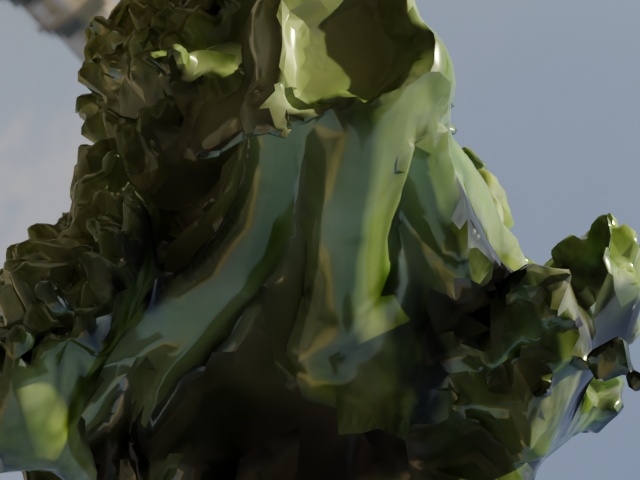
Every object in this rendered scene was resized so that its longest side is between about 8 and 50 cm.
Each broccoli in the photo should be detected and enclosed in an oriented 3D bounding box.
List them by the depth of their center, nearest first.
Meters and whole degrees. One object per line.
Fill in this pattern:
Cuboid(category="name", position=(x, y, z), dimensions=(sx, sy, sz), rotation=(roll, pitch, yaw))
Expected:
Cuboid(category="broccoli", position=(0.008, -0.007, 0.825), dimensions=(0.293, 0.281, 0.347), rotation=(13, -117, 3))
